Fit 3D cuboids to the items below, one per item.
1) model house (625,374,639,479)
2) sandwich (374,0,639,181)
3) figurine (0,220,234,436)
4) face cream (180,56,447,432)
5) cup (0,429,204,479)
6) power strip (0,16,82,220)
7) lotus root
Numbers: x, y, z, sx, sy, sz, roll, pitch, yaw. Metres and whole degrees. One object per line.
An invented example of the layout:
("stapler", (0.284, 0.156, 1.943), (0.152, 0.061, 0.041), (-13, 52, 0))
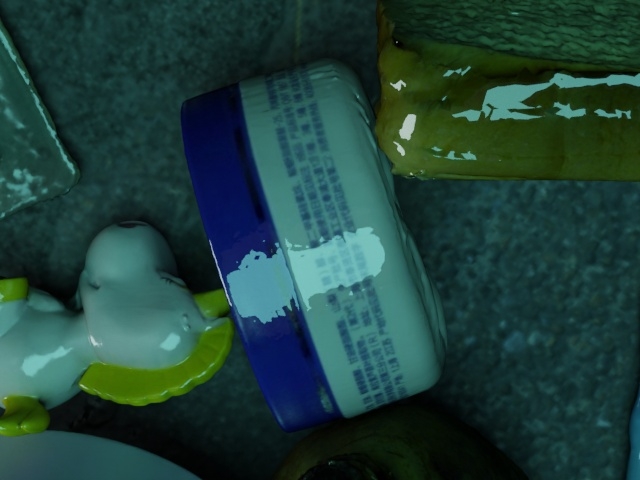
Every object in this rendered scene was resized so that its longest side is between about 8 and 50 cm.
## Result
("model house", (0.358, 0.145, 1.036), (0.303, 0.215, 0.237), (4, 108, -5))
("sandwich", (0.156, -0.104, 0.943), (0.251, 0.226, 0.087), (2, 119, 2))
("figurine", (-0.130, 0.056, 1.051), (0.178, 0.130, 0.109), (-20, 136, 4))
("face cream", (0.000, 0.000, 0.986), (0.111, 0.206, 0.206), (-19, 108, 2))
("cup", (-0.179, 0.311, 0.992), (0.253, 0.371, 0.253), (8, 130, 9))
("power strip", (-0.277, -0.080, 1.035), (0.198, 0.064, 0.213), (-26, 108, 11))
("lotus root", (0.056, 0.188, 1.039), (0.173, 0.173, 0.309), (-27, 144, 9))
